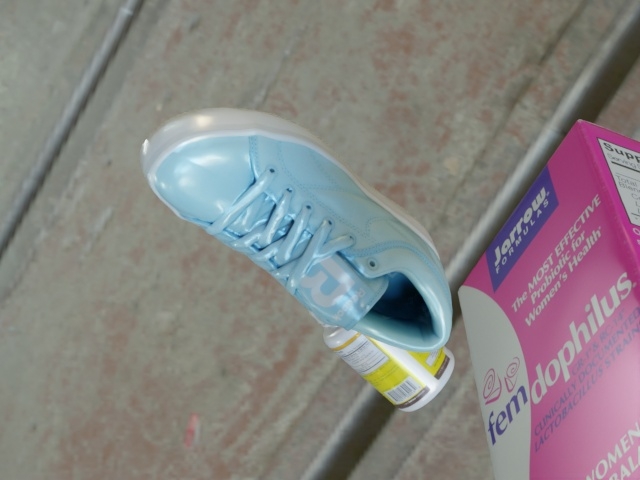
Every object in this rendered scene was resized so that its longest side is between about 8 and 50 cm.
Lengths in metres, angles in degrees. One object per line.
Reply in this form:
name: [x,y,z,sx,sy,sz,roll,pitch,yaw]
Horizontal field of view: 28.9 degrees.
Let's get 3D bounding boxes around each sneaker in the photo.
sneaker: [0.000,0.000,1.161,0.135,0.366,0.150,-50,37,21]

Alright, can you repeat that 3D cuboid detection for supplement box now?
supplement box: [0.139,0.070,0.480,0.220,0.114,0.111,-93,27,-51]

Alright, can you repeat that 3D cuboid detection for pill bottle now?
pill bottle: [0.087,0.145,1.833,0.117,0.215,0.117,-44,13,13]
